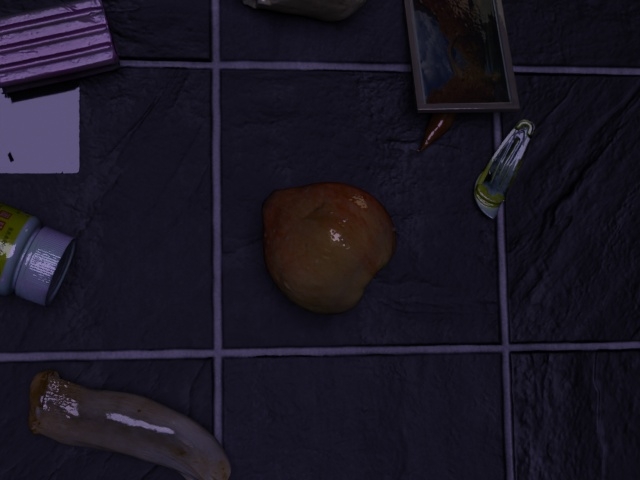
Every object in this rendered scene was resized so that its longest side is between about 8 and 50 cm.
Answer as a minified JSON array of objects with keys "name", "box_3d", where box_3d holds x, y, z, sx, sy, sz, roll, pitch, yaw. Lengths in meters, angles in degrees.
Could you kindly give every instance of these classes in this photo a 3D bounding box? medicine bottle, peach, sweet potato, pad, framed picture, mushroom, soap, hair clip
[{"name":"medicine bottle","box_3d":[-0.519,0.009,1.571,0.226,0.139,0.139,22,82,-4]},{"name":"peach","box_3d":[0.000,0.000,1.604,0.233,0.232,0.232,1,84,-7]},{"name":"sweet potato","box_3d":[0.224,-0.231,1.734,0.056,0.056,0.195,37,86,-2]},{"name":"pad","box_3d":[-0.488,-0.243,1.670,0.160,0.009,0.264,0,85,-7]},{"name":"framed picture","box_3d":[0.244,-0.335,1.730,0.184,0.016,0.249,-1,67,-6]},{"name":"mushroom","box_3d":[-0.306,0.309,1.593,0.351,0.095,0.122,23,101,-3]},{"name":"soap","box_3d":[-0.446,-0.326,1.643,0.203,0.065,0.122,-13,88,-8]},{"name":"hair clip","box_3d":[0.323,-0.131,1.742,0.060,0.033,0.188,30,84,-1]}]

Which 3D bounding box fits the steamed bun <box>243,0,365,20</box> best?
[{"name":"steamed bun","box_3d":[-0.007,-0.528,1.630,0.274,0.272,0.290,14,86,-6]}]
